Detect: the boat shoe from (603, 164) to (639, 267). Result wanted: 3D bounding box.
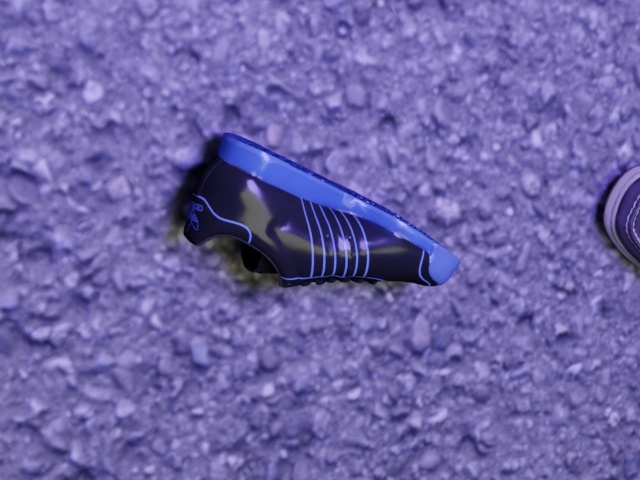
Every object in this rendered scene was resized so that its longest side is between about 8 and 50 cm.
[{"bbox_3d":[0.375,0.018,1.485,0.285,0.092,0.103,30,92,-32],"label":"boat shoe"}]

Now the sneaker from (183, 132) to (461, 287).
[{"bbox_3d":[0.000,0.000,1.288,0.232,0.081,0.090,26,96,-26],"label":"sneaker"}]
